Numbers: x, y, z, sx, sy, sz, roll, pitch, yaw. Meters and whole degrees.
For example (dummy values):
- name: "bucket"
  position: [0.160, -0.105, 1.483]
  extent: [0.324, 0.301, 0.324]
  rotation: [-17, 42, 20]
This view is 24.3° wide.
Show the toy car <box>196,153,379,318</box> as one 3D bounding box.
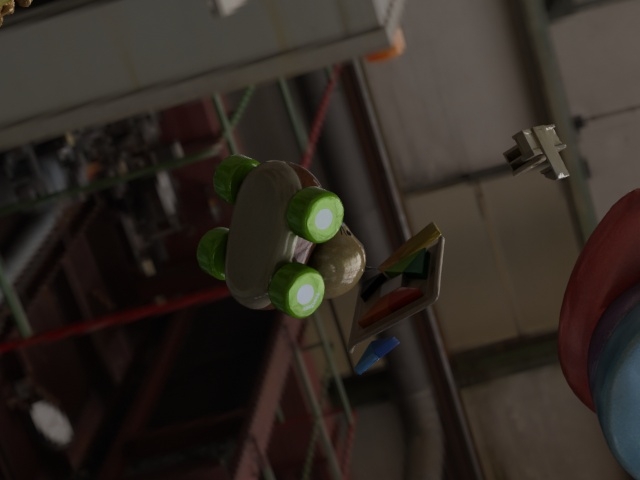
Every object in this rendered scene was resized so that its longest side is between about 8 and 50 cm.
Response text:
- name: "toy car"
  position: [0.000, 0.000, 1.497]
  extent: [0.188, 0.149, 0.155]
  rotation: [6, -167, -41]

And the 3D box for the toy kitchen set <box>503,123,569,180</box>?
- name: "toy kitchen set"
  position: [0.249, -0.089, 1.772]
  extent: [0.075, 0.068, 0.083]
  rotation: [-33, 169, 35]

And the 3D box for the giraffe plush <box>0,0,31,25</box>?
- name: "giraffe plush"
  position: [-0.361, -0.302, 1.491]
  extent: [0.181, 0.170, 0.210]
  rotation: [-5, -122, 49]

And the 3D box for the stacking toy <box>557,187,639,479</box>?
- name: "stacking toy"
  position: [0.314, 0.051, 0.839]
  extent: [0.309, 0.279, 0.130]
  rotation: [21, -163, -17]

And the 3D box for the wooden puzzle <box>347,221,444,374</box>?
- name: "wooden puzzle"
  position: [0.045, 0.031, 0.905]
  extent: [0.078, 0.014, 0.116]
  rotation: [-37, -161, 18]
